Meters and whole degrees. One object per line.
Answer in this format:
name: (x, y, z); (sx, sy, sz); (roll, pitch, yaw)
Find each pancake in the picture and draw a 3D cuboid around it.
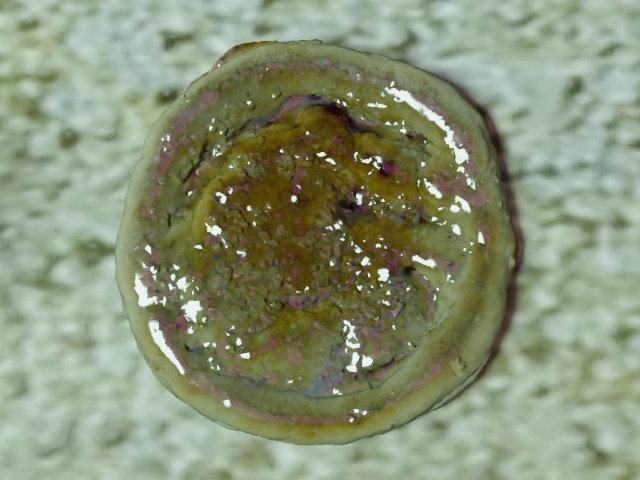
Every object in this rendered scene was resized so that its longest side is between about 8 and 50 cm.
pancake: (0.000, 0.000, 0.384); (0.139, 0.022, 0.139); (0, 81, 1)
